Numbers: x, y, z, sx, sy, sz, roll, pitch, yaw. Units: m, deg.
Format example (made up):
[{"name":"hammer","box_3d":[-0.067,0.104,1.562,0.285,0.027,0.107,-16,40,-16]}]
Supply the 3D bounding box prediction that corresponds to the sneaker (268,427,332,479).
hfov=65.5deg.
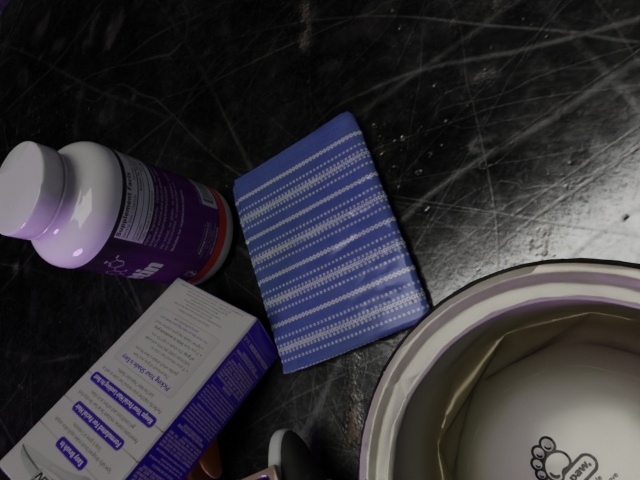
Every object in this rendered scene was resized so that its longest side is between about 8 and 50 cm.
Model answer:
[{"name":"sneaker","box_3d":[0.046,0.348,0.587,0.146,0.104,0.296,-33,67,19]}]

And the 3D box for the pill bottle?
[{"name":"pill bottle","box_3d":[-0.298,-0.035,0.758,0.181,0.323,0.182,-8,75,32]}]

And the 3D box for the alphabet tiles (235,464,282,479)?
[{"name":"alphabet tiles","box_3d":[-0.062,0.453,0.554,0.285,0.011,0.343,-31,66,19]}]

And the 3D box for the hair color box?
[{"name":"hair color box","box_3d":[-0.238,0.230,0.696,0.185,0.110,0.339,19,55,35]}]

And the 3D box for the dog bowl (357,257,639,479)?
[{"name":"dog bowl","box_3d":[0.246,0.228,0.449,0.407,0.150,0.408,-8,76,32]}]

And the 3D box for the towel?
[{"name":"towel","box_3d":[0.000,0.000,0.736,0.243,0.040,0.336,-28,68,24]}]

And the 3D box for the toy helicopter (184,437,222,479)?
[{"name":"toy helicopter","box_3d":[-0.187,0.356,0.740,0.355,0.140,0.235,29,86,24]}]
